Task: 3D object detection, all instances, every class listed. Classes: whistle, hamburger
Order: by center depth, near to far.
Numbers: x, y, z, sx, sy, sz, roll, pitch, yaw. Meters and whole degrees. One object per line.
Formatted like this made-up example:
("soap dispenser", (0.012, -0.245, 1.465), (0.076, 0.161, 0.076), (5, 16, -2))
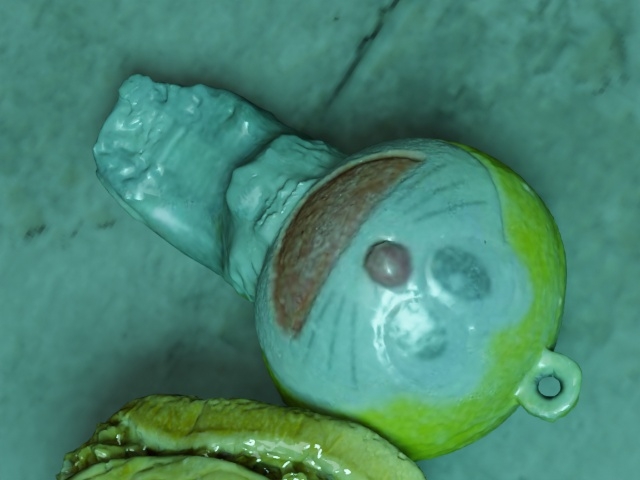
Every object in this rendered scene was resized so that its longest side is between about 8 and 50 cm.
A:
("hamburger", (-0.023, 0.122, 0.584), (0.147, 0.138, 0.083), (7, 43, 21))
("whistle", (0.000, 0.000, 0.614), (0.223, 0.123, 0.123), (33, 88, 24))
